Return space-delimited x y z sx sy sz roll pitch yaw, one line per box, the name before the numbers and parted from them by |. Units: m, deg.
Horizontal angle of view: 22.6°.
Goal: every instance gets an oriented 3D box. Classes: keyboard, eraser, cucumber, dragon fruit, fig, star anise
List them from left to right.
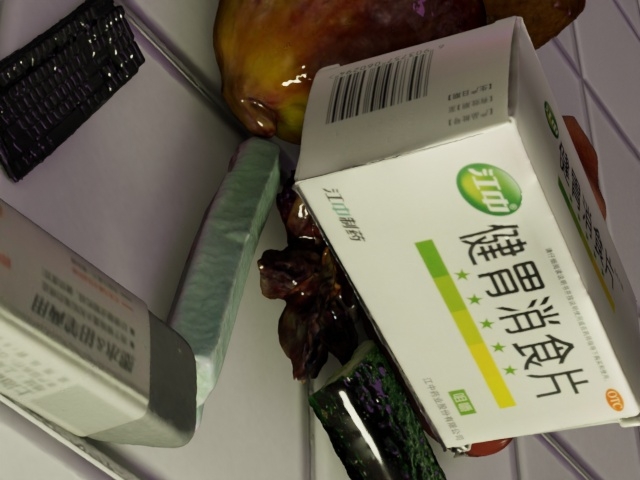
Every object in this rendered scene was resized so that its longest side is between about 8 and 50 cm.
eraser | -0.192 0.027 0.928 0.352 0.061 0.089 42 34 -45
keyboard | -0.178 -0.115 1.124 0.072 0.023 0.231 63 24 -16
star anise | -0.011 0.042 1.262 0.157 0.053 0.212 -51 142 -58
dragon fruit | -0.002 -0.001 1.380 0.097 0.063 0.131 -26 103 -37
fig | 0.023 -0.179 1.364 0.263 0.224 0.224 -9 78 -59
cucumber | 0.065 0.197 1.306 0.241 0.074 0.074 63 24 -17

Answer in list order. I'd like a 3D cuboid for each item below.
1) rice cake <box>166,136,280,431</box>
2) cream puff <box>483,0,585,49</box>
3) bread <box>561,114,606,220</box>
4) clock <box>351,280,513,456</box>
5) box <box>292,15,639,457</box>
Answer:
rice cake | -0.076 0.024 1.196 0.290 0.051 0.081 -75 170 -53
cream puff | 0.138 -0.318 1.728 0.303 0.212 0.303 42 30 -31
bread | 0.308 -0.098 2.061 0.192 0.067 0.119 57 33 -20
clock | 0.113 0.051 1.521 0.318 0.080 0.318 36 45 -45
box | 0.128 0.008 1.262 0.145 0.173 0.333 -77 147 -47
